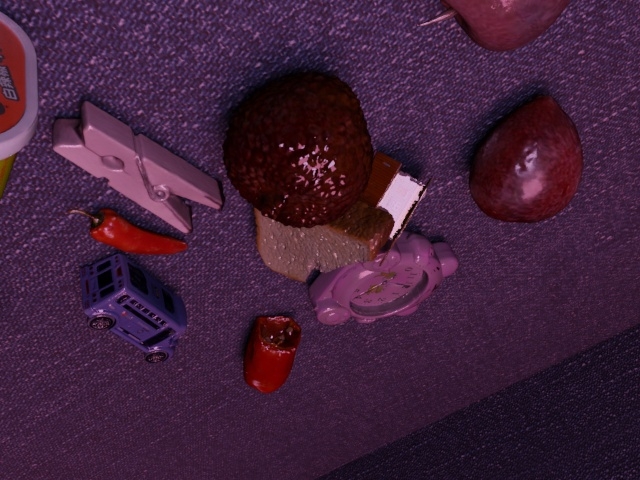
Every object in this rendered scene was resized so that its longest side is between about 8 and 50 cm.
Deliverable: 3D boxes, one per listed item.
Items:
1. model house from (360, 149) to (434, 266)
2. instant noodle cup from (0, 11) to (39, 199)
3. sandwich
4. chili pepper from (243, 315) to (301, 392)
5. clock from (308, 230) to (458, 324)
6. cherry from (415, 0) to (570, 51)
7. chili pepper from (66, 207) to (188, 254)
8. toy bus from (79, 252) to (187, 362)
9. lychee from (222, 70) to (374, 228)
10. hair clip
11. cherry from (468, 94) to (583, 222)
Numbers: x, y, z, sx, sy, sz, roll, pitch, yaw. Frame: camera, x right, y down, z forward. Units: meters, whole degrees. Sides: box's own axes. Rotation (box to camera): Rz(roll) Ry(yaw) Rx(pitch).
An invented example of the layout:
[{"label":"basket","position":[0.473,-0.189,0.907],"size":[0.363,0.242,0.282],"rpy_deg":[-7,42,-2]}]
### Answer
[{"label":"model house","position":[0.122,-0.067,1.388],"size":[0.219,0.135,0.207],"rpy_deg":[-59,176,7]},{"label":"instant noodle cup","position":[-0.539,-0.131,0.906],"size":[0.293,0.294,0.308],"rpy_deg":[3,145,-30]},{"label":"sandwich","position":[0.003,-0.003,1.328],"size":[0.100,0.288,0.254],"rpy_deg":[-52,154,-34]},{"label":"chili pepper","position":[-0.145,0.342,1.814],"size":[0.134,0.131,0.338],"rpy_deg":[3,141,-15]},{"label":"clock","position":[0.159,0.090,1.649],"size":[0.322,0.113,0.296],"rpy_deg":[8,136,-35]},{"label":"cherry","position":[0.261,-0.396,0.978],"size":[0.285,0.213,0.236],"rpy_deg":[-37,151,7]},{"label":"chili pepper","position":[-0.369,-0.010,1.303],"size":[0.071,0.063,0.272],"rpy_deg":[-26,149,29]},{"label":"toy bus","position":[-0.385,0.150,1.448],"size":[0.133,0.126,0.292],"rpy_deg":[-27,143,8]},{"label":"lychee","position":[-0.032,-0.150,1.126],"size":[0.260,0.261,0.261],"rpy_deg":[-13,144,-10]},{"label":"hair clip","position":[-0.306,-0.121,1.166],"size":[0.101,0.085,0.330],"rpy_deg":[-27,144,22]},{"label":"cherry","position":[0.429,-0.155,1.389],"size":[0.230,0.203,0.300],"rpy_deg":[-6,128,-17]}]
